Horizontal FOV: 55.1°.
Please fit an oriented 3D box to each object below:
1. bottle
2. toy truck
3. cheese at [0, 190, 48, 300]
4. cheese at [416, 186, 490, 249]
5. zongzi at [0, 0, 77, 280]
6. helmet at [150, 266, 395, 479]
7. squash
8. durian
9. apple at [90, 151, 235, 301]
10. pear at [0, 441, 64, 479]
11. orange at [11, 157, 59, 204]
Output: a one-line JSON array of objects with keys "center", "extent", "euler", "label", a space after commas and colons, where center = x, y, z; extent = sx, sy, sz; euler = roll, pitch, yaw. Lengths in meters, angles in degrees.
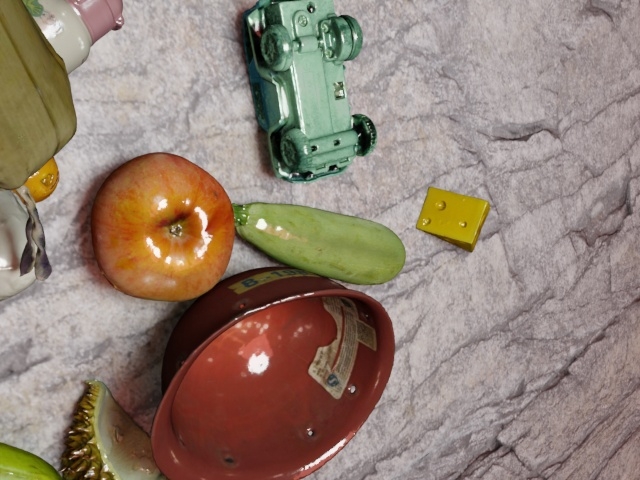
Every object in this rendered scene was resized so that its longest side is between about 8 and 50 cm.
[{"center": [-0.355, -0.246, 0.747], "extent": [0.253, 0.120, 0.120], "euler": [-47, 121, -20], "label": "bottle"}, {"center": [-0.023, -0.233, 0.953], "extent": [0.155, 0.156, 0.279], "euler": [-20, 109, -30], "label": "toy truck"}, {"center": [-0.429, -0.004, 0.700], "extent": [0.154, 0.198, 0.189], "euler": [-41, 109, -56], "label": "cheese"}, {"center": [0.298, -0.033, 1.267], "extent": [0.171, 0.126, 0.093], "euler": [21, 87, -56], "label": "cheese"}, {"center": [-0.489, -0.187, 0.563], "extent": [0.218, 0.466, 0.500], "euler": [-75, 157, -43], "label": "zongzi"}, {"center": [-0.098, 0.174, 0.925], "extent": [0.384, 0.230, 0.338], "euler": [-12, 122, -28], "label": "helmet"}, {"center": [-0.004, 0.005, 1.033], "extent": [0.370, 0.118, 0.118], "euler": [12, 91, -36], "label": "squash"}, {"center": [-0.295, 0.329, 0.902], "extent": [0.252, 0.144, 0.139], "euler": [54, 47, -23], "label": "durian"}, {"center": [-0.217, -0.014, 0.854], "extent": [0.209, 0.164, 0.210], "euler": [-5, 99, -32], "label": "apple"}, {"center": [-0.426, 0.357, 0.766], "extent": [0.281, 0.176, 0.287], "euler": [7, 99, -34], "label": "pear"}, {"center": [-0.377, -0.086, 0.782], "extent": [0.083, 0.083, 0.084], "euler": [-7, 102, -34], "label": "orange"}]
